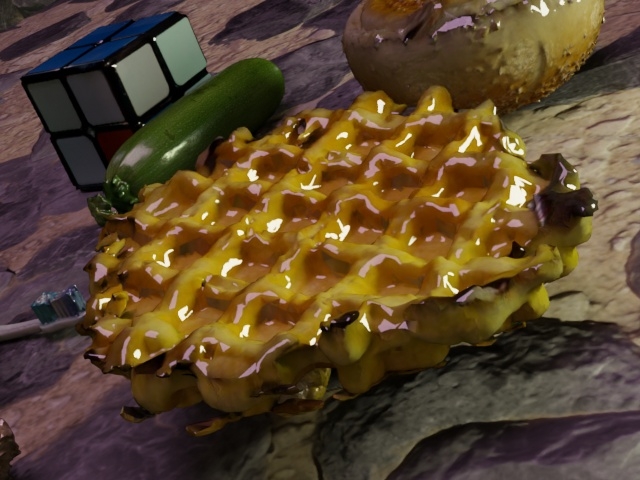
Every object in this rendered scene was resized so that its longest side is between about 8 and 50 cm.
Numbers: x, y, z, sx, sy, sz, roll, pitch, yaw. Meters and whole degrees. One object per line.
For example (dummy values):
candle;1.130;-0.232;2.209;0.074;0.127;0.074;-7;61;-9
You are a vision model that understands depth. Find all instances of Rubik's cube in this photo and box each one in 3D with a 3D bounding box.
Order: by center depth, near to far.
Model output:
Rubik's cube;-0.256;-0.185;1.448;0.183;0.180;0.167;1;33;37

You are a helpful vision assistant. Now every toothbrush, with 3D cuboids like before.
toothbrush;-0.411;0.105;1.177;0.418;0.040;0.042;-13;27;30

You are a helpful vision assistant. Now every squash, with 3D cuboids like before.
squash;-0.156;-0.131;1.351;0.101;0.101;0.379;-1;30;39

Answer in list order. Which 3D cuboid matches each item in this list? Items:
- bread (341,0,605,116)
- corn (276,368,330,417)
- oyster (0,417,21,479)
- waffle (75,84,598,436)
bread;0.169;-0.226;1.196;0.305;0.159;0.305;-16;24;7
corn;-0.029;0.072;0.873;0.067;0.067;0.206;-21;25;4
oyster;-0.314;0.196;0.861;0.163;0.081;0.191;-31;22;-7
waffle;0.000;0.000;0.825;0.380;0.095;0.382;-16;27;-2
